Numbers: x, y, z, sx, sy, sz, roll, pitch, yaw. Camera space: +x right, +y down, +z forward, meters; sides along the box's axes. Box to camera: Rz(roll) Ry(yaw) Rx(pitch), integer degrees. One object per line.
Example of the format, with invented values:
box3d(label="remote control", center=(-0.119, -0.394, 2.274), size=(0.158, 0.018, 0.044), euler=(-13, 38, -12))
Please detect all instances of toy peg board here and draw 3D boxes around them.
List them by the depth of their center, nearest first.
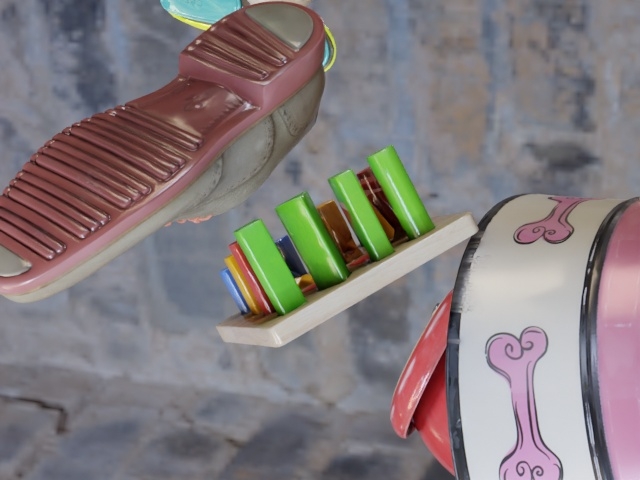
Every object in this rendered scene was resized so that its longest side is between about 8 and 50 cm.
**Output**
box3d(label="toy peg board", center=(0.000, 0.000, 1.041), size=(0.161, 0.160, 0.079), euler=(-29, 96, -16))

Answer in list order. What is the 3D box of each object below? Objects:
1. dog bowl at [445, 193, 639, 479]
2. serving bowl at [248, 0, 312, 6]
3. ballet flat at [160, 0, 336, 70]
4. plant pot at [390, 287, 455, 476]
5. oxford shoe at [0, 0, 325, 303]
box3d(label="dog bowl", center=(0.263, 0.147, 1.182), size=(0.408, 0.150, 0.408), euler=(26, 58, -51))
box3d(label="serving bowl", center=(-0.038, -0.248, 1.364), size=(0.027, 0.083, 0.083), euler=(-88, 179, -80))
box3d(label="ballet flat", center=(-0.071, -0.252, 1.667), size=(0.077, 0.231, 0.077), euler=(-24, 135, -63))
box3d(label="plant pot", center=(0.169, 0.145, 1.406), size=(0.191, 0.174, 0.191), euler=(-58, 167, -22))
box3d(label="oxford shoe", center=(-0.114, -0.045, 1.161), size=(0.348, 0.123, 0.130), euler=(-39, 142, -26))
